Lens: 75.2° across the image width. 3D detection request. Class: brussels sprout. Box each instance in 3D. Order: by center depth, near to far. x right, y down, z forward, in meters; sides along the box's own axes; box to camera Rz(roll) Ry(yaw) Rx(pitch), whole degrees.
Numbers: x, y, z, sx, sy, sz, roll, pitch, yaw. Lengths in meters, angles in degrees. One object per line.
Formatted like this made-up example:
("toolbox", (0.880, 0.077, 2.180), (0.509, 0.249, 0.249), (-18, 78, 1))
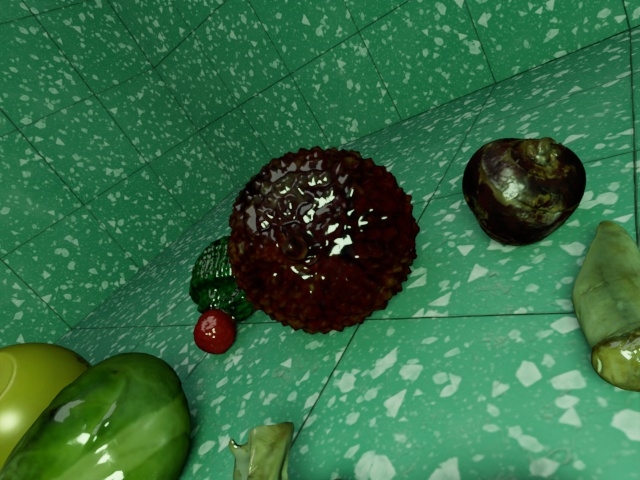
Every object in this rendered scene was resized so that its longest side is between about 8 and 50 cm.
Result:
("brussels sprout", (-0.415, 0.392, 0.789), (0.315, 0.275, 0.371), (-18, 26, 41))

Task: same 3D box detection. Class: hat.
("hat", (-0.258, 0.172, 1.196), (0.274, 0.242, 0.332), (-43, 34, 42))

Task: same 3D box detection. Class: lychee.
("lychee", (0.000, 0.000, 0.909), (0.425, 0.424, 0.500), (-25, 1, 19))

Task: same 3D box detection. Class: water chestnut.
("water chestnut", (0.398, -0.095, 0.845), (0.224, 0.223, 0.238), (-39, -14, -17))

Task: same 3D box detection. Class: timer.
("timer", (-0.670, 0.434, 0.980), (0.377, 0.386, 0.375), (-7, 46, 7))

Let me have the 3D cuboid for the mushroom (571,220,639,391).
("mushroom", (0.419, 0.075, 0.594), (0.107, 0.087, 0.333), (-15, 23, 28))

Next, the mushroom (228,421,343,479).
("mushroom", (-0.050, 0.402, 0.492), (0.292, 0.212, 0.217), (-112, 36, -57))
